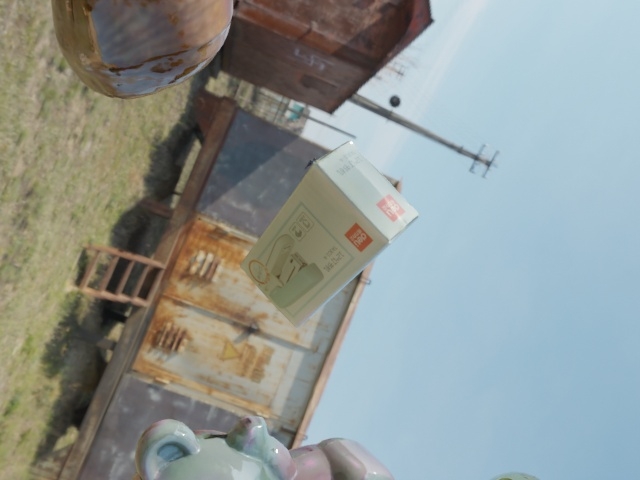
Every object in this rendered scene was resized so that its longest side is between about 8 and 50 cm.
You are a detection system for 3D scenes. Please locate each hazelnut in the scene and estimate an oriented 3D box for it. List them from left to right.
[{"bbox_3d":[-0.148,-0.189,0.459,0.150,0.150,0.150,-158,-90,-81],"label":"hazelnut"}]

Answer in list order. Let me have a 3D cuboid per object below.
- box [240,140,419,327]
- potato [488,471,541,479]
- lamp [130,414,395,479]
[{"bbox_3d":[0.000,0.000,0.788,0.079,0.135,0.269,-39,174,-41],"label":"box"},{"bbox_3d":[0.241,0.377,0.686,0.149,0.186,0.253,-35,-171,24],"label":"potato"},{"bbox_3d":[-0.088,0.317,0.702,0.247,0.301,0.246,-156,-108,-64],"label":"lamp"}]
